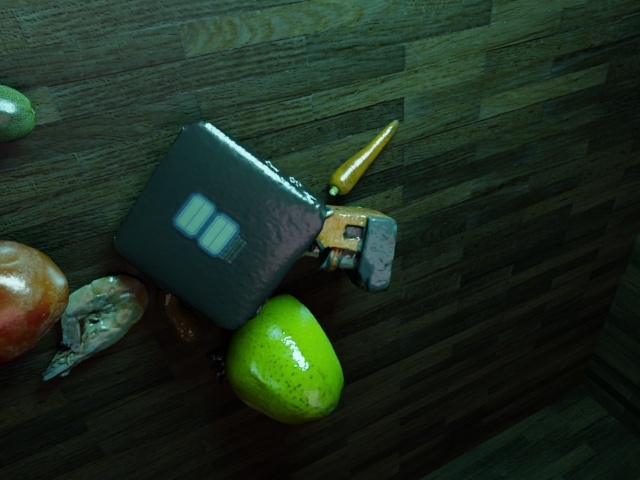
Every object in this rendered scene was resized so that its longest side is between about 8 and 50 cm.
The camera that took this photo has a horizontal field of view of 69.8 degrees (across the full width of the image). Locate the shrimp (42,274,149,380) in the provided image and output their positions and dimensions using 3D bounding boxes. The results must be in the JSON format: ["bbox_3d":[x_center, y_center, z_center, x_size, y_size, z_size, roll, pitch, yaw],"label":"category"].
[{"bbox_3d":[-0.536,0.197,1.047,0.317,0.062,0.164,-43,127,-3],"label":"shrimp"}]

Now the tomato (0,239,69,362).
[{"bbox_3d":[-0.604,0.114,0.860,0.232,0.188,0.232,-13,117,-28],"label":"tomato"}]

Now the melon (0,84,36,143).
[{"bbox_3d":[-0.557,-0.206,0.744,0.162,0.099,0.099,-6,122,-28],"label":"melon"}]

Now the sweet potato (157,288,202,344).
[{"bbox_3d":[-0.354,0.171,1.132,0.081,0.062,0.233,-29,128,-30],"label":"sweet potato"}]

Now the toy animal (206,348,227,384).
[{"bbox_3d":[-0.278,0.365,1.309,0.065,0.047,0.136,-22,123,-26],"label":"toy animal"}]

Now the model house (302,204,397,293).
[{"bbox_3d":[0.000,0.000,1.109,0.301,0.271,0.190,8,101,-16],"label":"model house"}]

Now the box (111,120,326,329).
[{"bbox_3d":[-0.210,-0.024,0.963,0.350,0.091,0.359,36,105,-9],"label":"box"}]

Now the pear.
[{"bbox_3d":[-0.087,0.364,1.229,0.238,0.318,0.342,-21,129,-42],"label":"pear"}]

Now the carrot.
[{"bbox_3d":[0.109,-0.209,1.156,0.257,0.061,0.061,-48,131,-6],"label":"carrot"}]
